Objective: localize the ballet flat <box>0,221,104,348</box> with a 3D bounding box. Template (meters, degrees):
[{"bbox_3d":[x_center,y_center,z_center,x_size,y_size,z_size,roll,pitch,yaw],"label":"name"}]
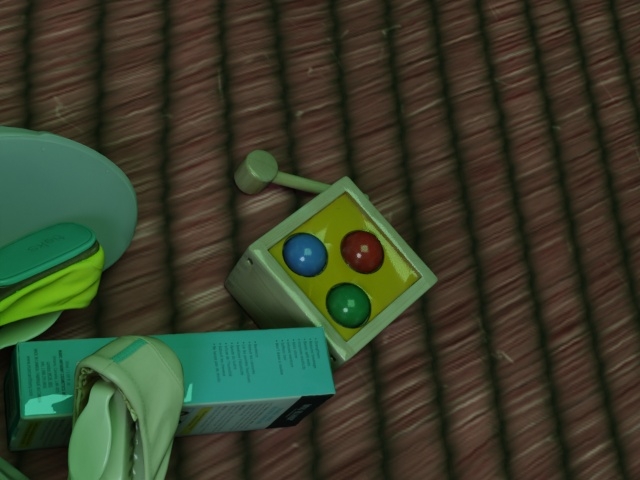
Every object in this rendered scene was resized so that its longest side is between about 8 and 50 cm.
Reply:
[{"bbox_3d":[-0.252,0.051,0.754,0.077,0.077,0.231,31,34,33],"label":"ballet flat"}]

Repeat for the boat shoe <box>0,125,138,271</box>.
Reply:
[{"bbox_3d":[-0.321,-0.035,0.815,0.156,0.136,0.367,23,17,39],"label":"boat shoe"}]

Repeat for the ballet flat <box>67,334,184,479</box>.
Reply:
[{"bbox_3d":[-0.151,0.188,0.740,0.086,0.086,0.248,4,100,-21],"label":"ballet flat"}]

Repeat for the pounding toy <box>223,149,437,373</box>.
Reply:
[{"bbox_3d":[0.002,-0.009,0.961,0.181,0.094,0.206,-38,84,-32],"label":"pounding toy"}]

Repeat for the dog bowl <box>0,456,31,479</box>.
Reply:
[{"bbox_3d":[-0.346,0.115,0.596,0.408,0.408,0.150,35,75,-3],"label":"dog bowl"}]

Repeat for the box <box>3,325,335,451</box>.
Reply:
[{"bbox_3d":[-0.120,0.117,0.844,0.244,0.100,0.060,-1,66,-23],"label":"box"}]
